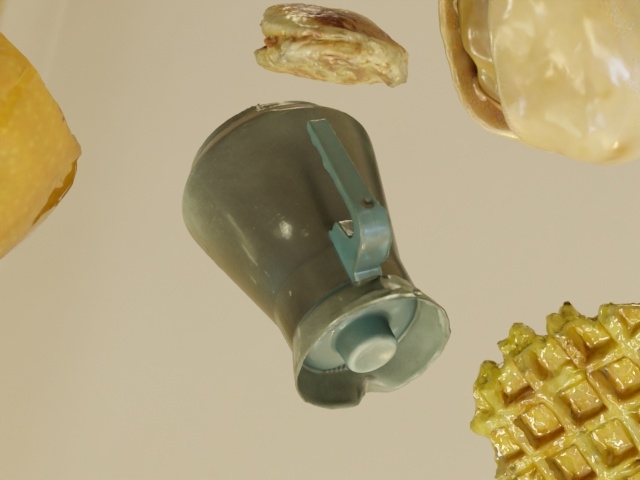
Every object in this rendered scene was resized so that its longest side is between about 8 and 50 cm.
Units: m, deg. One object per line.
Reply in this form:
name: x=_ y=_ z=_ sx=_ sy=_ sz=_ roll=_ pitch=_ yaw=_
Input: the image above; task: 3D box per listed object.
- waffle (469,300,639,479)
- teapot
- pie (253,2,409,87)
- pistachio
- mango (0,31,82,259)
waffle: x=0.273 y=0.197 z=1.316 sx=0.307 sy=0.060 sz=0.312 roll=3 pitch=-74 yaw=27
teapot: x=0.000 y=0.000 z=1.259 sx=0.203 sy=0.171 sz=0.225 roll=99 pitch=-31 yaw=-48
pie: x=0.017 y=-0.225 z=1.829 sx=0.179 sy=0.205 sz=0.084 roll=11 pitch=-78 yaw=8
pistachio: x=0.251 y=-0.206 z=1.635 sx=0.238 sy=0.321 sz=0.229 roll=-48 pitch=-148 yaw=-17
mango: x=-0.258 y=-0.002 z=0.520 sx=0.359 sy=0.144 sz=0.187 roll=-8 pitch=-144 yaw=6
